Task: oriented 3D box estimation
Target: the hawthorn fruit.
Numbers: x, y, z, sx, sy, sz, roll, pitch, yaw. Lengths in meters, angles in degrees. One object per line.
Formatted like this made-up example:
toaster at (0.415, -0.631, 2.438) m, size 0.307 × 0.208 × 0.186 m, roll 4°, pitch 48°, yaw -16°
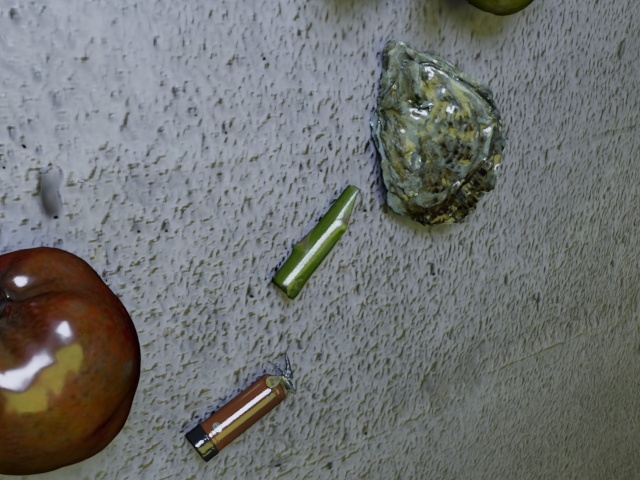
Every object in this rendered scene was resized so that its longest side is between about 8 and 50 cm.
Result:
hawthorn fruit at (-0.269, 0.127, 0.594) m, size 0.208 × 0.208 × 0.248 m, roll -40°, pitch 151°, yaw -16°

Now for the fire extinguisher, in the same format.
fire extinguisher at (-0.103, 0.230, 0.836) m, size 0.177 × 0.050 × 0.062 m, roll -36°, pitch 87°, yaw -21°

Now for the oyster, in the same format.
oyster at (0.166, -0.147, 0.854) m, size 0.199 × 0.112 × 0.267 m, roll -3°, pitch 119°, yaw -13°

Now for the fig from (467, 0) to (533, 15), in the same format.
fig at (0.238, -0.399, 0.762) m, size 0.181 × 0.181 × 0.191 m, roll -45°, pitch 102°, yaw -13°

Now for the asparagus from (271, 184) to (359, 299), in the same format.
asparagus at (0.000, 0.000, 0.823) m, size 0.178 × 0.045 × 0.041 m, roll -52°, pitch 162°, yaw -8°
